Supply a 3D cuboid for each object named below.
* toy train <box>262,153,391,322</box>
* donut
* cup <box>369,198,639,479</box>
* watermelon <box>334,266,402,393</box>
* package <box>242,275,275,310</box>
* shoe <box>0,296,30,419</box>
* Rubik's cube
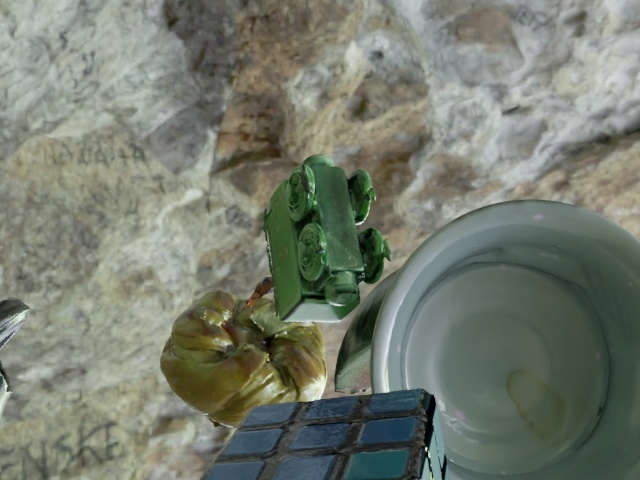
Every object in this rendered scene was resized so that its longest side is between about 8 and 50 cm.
[{"bbox_3d":[0.000,0.000,1.214,0.132,0.243,0.188,4,-28,-26],"label":"toy train"},{"bbox_3d":[-0.146,0.239,1.660,0.360,0.360,0.170,12,-63,-29],"label":"donut"},{"bbox_3d":[0.213,0.140,0.880,0.347,0.347,0.163,-4,-9,-7],"label":"cup"},{"bbox_3d":[0.162,0.135,1.200,0.201,0.213,0.261,34,-35,-7],"label":"watermelon"},{"bbox_3d":[-0.107,0.089,1.541,0.033,0.077,0.111,38,-54,-20],"label":"package"},{"bbox_3d":[-0.283,0.154,0.590,0.093,0.241,0.108,42,-17,-6],"label":"shoe"},{"bbox_3d":[0.014,0.216,0.593,0.161,0.163,0.162,-9,7,14],"label":"Rubik's cube"}]
